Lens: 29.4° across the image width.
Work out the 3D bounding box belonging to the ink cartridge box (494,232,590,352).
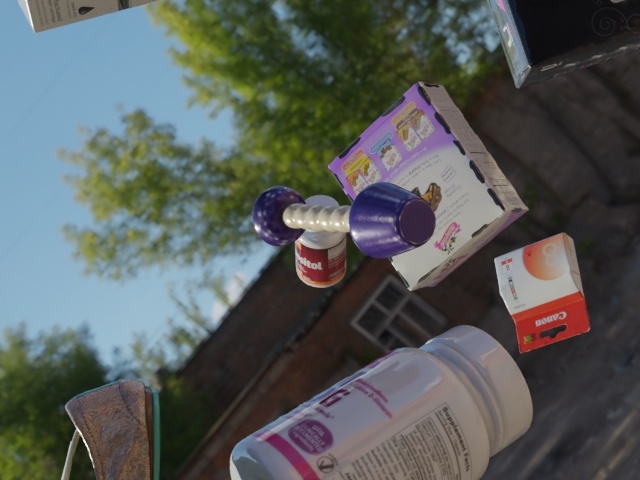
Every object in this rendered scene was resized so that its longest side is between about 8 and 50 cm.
[{"bbox_3d":[0.388,0.092,2.150,0.145,0.179,0.045,-23,-32,32],"label":"ink cartridge box"}]

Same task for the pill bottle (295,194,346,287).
[{"bbox_3d":[0.000,0.000,1.997,0.086,0.086,0.152,-47,-28,-32],"label":"pill bottle"}]

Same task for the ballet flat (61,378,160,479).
[{"bbox_3d":[-0.201,0.293,1.171,0.107,0.106,0.316,158,108,-77],"label":"ballet flat"}]

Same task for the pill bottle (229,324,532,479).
[{"bbox_3d":[0.066,0.206,1.221,0.283,0.160,0.160,-28,-18,-27],"label":"pill bottle"}]

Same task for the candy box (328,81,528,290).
[{"bbox_3d":[0.129,-0.065,1.490,0.165,0.196,0.070,-41,-19,28],"label":"candy box"}]

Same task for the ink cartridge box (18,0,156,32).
[{"bbox_3d":[-0.289,-0.371,1.555,0.208,0.087,0.153,-19,-46,-16],"label":"ink cartridge box"}]

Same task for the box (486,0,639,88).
[{"bbox_3d":[0.374,-0.332,1.639,0.270,0.165,0.143,-18,-5,1],"label":"box"}]

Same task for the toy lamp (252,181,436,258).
[{"bbox_3d":[0.021,-0.022,1.279,0.080,0.080,0.275,-49,24,-22],"label":"toy lamp"}]
